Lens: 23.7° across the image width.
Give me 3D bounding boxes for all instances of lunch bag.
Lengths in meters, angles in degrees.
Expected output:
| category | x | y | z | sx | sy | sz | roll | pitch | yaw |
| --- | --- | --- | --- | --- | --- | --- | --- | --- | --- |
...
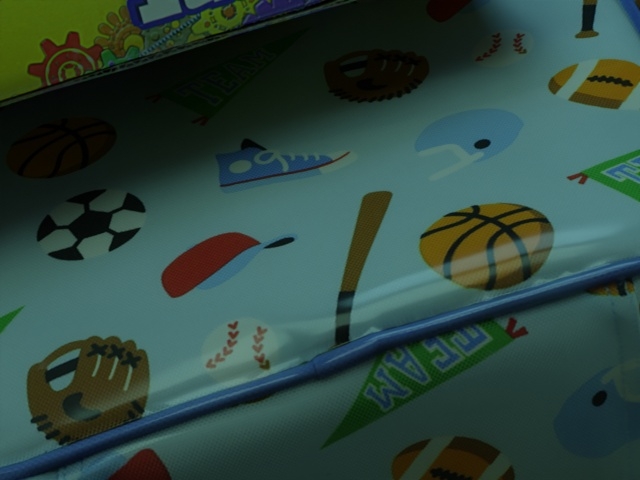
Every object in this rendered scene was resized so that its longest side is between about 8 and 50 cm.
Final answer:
| category | x | y | z | sx | sy | sz | roll | pitch | yaw |
| --- | --- | --- | --- | --- | --- | --- | --- | --- | --- |
| lunch bag | 0.000 | 0.000 | 0.542 | 0.303 | 0.115 | 0.243 | -15 | 39 | -4 |

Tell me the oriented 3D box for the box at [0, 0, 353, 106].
| category | x | y | z | sx | sy | sz | roll | pitch | yaw |
| --- | --- | --- | --- | --- | --- | --- | --- | --- | --- |
| box | -0.115 | -0.153 | 0.561 | 0.290 | 0.177 | 0.279 | -20 | 15 | -15 |
